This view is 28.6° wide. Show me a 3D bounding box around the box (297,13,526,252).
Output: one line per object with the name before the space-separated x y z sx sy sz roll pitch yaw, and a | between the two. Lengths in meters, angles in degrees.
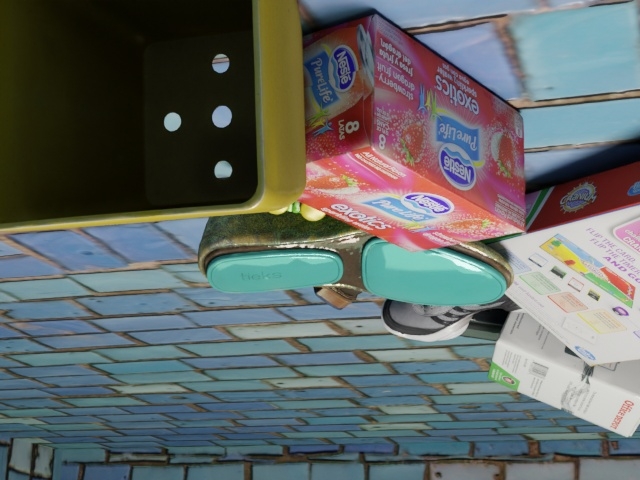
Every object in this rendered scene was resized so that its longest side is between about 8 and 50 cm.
box | 0.066 -0.084 1.100 0.128 0.123 0.257 -11 158 35

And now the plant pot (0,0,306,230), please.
plant pot | -0.109 -0.108 0.930 0.212 0.212 0.187 -4 172 19

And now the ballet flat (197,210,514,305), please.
ballet flat | 0.039 0.000 1.393 0.348 0.123 0.123 2 163 2

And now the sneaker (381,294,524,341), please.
sneaker | 0.162 0.053 1.588 0.268 0.101 0.153 -18 154 34

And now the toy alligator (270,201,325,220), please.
toy alligator | -0.050 -0.063 1.318 0.189 0.056 0.051 11 117 -7

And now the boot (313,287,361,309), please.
boot | 0.000 0.000 1.515 0.106 0.082 0.219 -34 138 21

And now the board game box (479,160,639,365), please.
board game box | 0.332 0.032 1.349 0.242 0.064 0.316 39 153 -21

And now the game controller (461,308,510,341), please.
game controller | 0.289 0.120 1.840 0.319 0.067 0.166 9 178 -5

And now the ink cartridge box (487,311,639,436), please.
ink cartridge box | 0.337 0.164 1.658 0.208 0.087 0.153 23 157 12
